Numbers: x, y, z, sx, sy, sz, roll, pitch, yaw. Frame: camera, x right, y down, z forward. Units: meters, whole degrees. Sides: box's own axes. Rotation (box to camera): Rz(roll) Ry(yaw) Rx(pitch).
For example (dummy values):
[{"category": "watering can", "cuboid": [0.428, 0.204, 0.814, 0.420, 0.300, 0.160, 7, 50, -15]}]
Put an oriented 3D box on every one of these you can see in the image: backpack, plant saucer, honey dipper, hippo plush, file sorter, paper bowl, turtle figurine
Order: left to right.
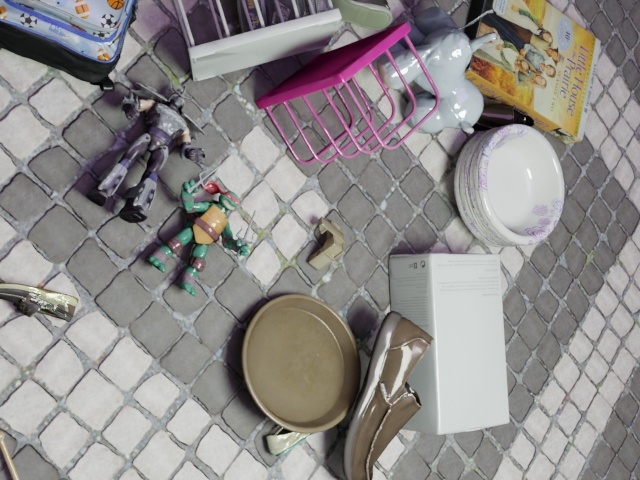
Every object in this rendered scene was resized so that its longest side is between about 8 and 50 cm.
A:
[{"category": "honey dipper", "cuboid": [-0.505, 0.389, 1.373, 0.030, 0.030, 0.161, -23, 94, -33]}, {"category": "backpack", "cuboid": [-0.427, -0.436, 1.405, 0.276, 0.213, 0.263, 23, 63, -27]}, {"category": "turtle figurine", "cuboid": [-0.210, -0.022, 1.553, 0.175, 0.118, 0.234, 38, 81, -9]}, {"category": "file sorter", "cuboid": [-0.128, -0.432, 1.544, 0.277, 0.193, 0.173, -16, 91, -7]}, {"category": "plant saucer", "cuboid": [-0.041, 0.245, 1.655, 0.278, 0.041, 0.278, 13, 66, -30]}, {"category": "file sorter", "cuboid": [0.058, -0.275, 1.652, 0.202, 0.290, 0.182, -43, 111, -29]}, {"category": "hippo plush", "cuboid": [0.273, -0.369, 1.853, 0.234, 0.294, 0.236, -80, 149, -48]}, {"category": "paper bowl", "cuboid": [0.431, -0.125, 1.966, 0.284, 0.148, 0.284, 4, 82, -33]}]

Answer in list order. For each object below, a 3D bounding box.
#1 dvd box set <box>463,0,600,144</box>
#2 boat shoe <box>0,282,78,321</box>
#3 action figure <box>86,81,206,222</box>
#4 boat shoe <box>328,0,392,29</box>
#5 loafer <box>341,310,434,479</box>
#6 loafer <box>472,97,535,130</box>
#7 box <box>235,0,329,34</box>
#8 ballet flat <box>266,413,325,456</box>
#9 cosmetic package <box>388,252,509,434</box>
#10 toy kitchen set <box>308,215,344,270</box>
[{"category": "dvd box set", "cuboid": [0.538, -0.467, 2.121, 0.420, 0.062, 0.308, 24, 73, -29]}, {"category": "boat shoe", "cuboid": [-0.483, 0.105, 1.395, 0.152, 0.056, 0.049, 15, 72, -32]}, {"category": "action figure", "cuboid": [-0.305, -0.171, 1.517, 0.185, 0.099, 0.285, 32, 65, -18]}, {"category": "boat shoe", "cuboid": [0.048, -0.521, 1.797, 0.227, 0.081, 0.069, 11, 56, -26]}, {"category": "loafer", "cuboid": [0.139, 0.333, 1.684, 0.130, 0.134, 0.366, 17, 93, 9]}, {"category": "loafer", "cuboid": [0.437, -0.308, 2.028, 0.220, 0.078, 0.080, 4, 83, -33]}, {"category": "box", "cuboid": [-0.082, -0.508, 1.680, 0.183, 0.056, 0.231, -9, 90, -9]}, {"category": "ballet flat", "cuboid": [-0.035, 0.373, 1.668, 0.168, 0.057, 0.052, -25, 88, -33]}, {"category": "cosmetic package", "cuboid": [0.283, 0.221, 1.834, 0.217, 0.156, 0.385, 3, 85, -33]}, {"category": "toy kitchen set", "cuboid": [0.000, 0.000, 1.740, 0.068, 0.075, 0.083, 40, 26, -27]}]
